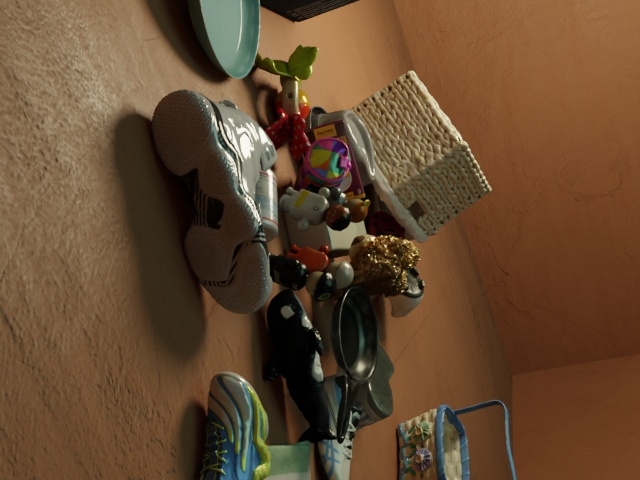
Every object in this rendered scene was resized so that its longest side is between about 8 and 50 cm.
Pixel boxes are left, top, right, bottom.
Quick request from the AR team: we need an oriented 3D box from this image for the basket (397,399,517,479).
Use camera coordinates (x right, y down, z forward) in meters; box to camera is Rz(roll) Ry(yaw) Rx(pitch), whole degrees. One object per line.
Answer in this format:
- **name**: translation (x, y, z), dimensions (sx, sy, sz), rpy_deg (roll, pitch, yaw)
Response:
- **basket**: translation (0.345, 0.548, 1.946), dimensions (0.201, 0.289, 0.255), rpy_deg (56, 27, -44)

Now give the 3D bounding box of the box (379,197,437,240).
- **box**: translation (0.262, -0.162, 2.417), dimensions (0.121, 0.148, 0.311), rpy_deg (30, 51, -64)

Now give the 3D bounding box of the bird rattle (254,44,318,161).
- **bird rattle**: translation (-0.056, -0.295, 1.682), dimensions (0.207, 0.143, 0.253), rpy_deg (43, 38, -84)

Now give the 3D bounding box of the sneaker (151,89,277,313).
- **sneaker**: translation (-0.138, -0.072, 1.271), dimensions (0.210, 0.137, 0.366), rpy_deg (-28, 100, -67)

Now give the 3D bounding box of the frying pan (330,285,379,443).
- **frying pan**: translation (0.067, 0.253, 1.544), dimensions (0.197, 0.053, 0.326), rpy_deg (37, 51, -56)

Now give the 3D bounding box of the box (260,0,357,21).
- **box**: translation (-0.019, -0.682, 1.780), dimensions (0.395, 0.293, 0.212), rpy_deg (-17, 92, -71)

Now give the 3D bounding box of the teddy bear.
- **teddy bear**: translation (0.113, 0.066, 1.723), dimensions (0.338, 0.245, 0.113), rpy_deg (27, 45, -68)

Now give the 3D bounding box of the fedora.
- **fedora**: translation (0.062, -0.218, 1.938), dimensions (0.244, 0.124, 0.275), rpy_deg (-43, 117, -67)

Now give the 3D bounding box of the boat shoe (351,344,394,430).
- **boat shoe**: translation (0.097, 0.307, 1.727), dimensions (0.118, 0.103, 0.320), rpy_deg (48, 17, -18)

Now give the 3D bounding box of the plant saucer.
- **plant saucer**: translation (-0.187, -0.469, 1.466), dimensions (0.317, 0.044, 0.317), rpy_deg (0, 90, -76)

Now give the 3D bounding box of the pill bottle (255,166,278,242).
- **pill bottle**: translation (-0.122, -0.080, 1.398), dimensions (0.087, 0.087, 0.160), rpy_deg (45, 36, -55)

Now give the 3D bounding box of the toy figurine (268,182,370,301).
- **toy figurine**: translation (0.000, 0.000, 1.479), dimensions (0.213, 0.148, 0.209), rpy_deg (-12, 122, -72)

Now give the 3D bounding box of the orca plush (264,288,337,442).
- **orca plush**: translation (-0.062, 0.240, 1.405), dimensions (0.151, 0.102, 0.287), rpy_deg (16, -63, 60)

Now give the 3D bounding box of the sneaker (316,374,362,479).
- **sneaker**: translation (0.041, 0.382, 1.538), dimensions (0.085, 0.086, 0.237), rpy_deg (48, 35, -56)

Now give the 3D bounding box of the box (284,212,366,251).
- **box**: translation (0.020, -0.020, 1.734), dimensions (0.275, 0.094, 0.113), rpy_deg (5, 72, -69)

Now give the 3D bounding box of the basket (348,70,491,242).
- **basket**: translation (0.259, -0.233, 2.149), dimensions (0.328, 0.266, 0.331), rpy_deg (42, 16, -56)

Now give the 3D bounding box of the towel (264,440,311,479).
- **towel**: translation (-0.050, 0.504, 1.278), dimensions (0.248, 0.038, 0.325), rpy_deg (26, 53, -64)

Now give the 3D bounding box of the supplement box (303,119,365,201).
- **supplement box**: translation (0.025, -0.178, 1.803), dimensions (0.081, 0.104, 0.188), rpy_deg (-148, -139, -77)

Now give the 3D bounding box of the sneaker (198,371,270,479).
- **sneaker**: translation (-0.129, 0.316, 1.109), dimensions (0.126, 0.091, 0.240), rpy_deg (-17, 94, -70)

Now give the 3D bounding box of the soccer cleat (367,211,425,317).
- **soccer cleat**: translation (0.188, 0.067, 2.149), dimensions (0.143, 0.116, 0.331), rpy_deg (115, -31, -41)

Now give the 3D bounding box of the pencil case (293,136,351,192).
- **pencil case**: translation (0.004, -0.140, 1.625), dimensions (0.236, 0.104, 0.104), rpy_deg (122, -42, -78)
